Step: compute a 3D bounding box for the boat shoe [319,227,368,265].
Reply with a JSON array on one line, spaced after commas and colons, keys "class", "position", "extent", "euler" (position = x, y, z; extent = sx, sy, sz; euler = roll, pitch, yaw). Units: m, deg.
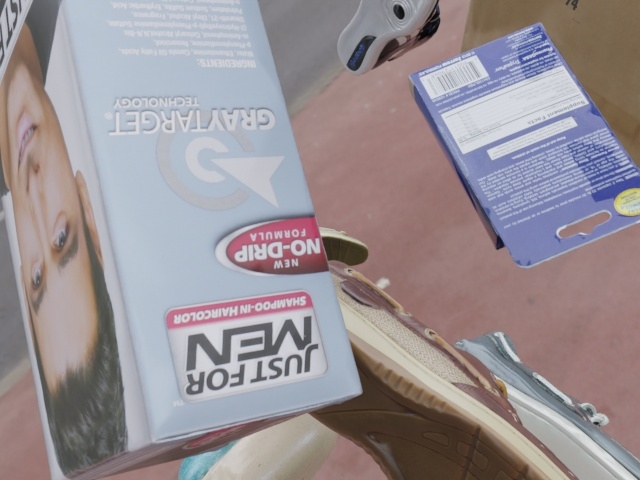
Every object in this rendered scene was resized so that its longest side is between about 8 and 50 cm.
[{"class": "boat shoe", "position": [-0.001, 0.001, 1.373], "extent": [0.153, 0.056, 0.048], "euler": [6, 36, 5]}]

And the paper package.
[{"class": "paper package", "position": [0.344, -0.268, 1.069], "extent": [0.168, 0.309, 0.325], "euler": [-23, 48, -29]}]

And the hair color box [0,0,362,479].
[{"class": "hair color box", "position": [-0.114, -0.064, 0.516], "extent": [0.114, 0.374, 0.185], "euler": [-7, -16, -32]}]

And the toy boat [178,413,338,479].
[{"class": "toy boat", "position": [-0.069, 0.218, 1.099], "extent": [0.148, 0.318, 0.267], "euler": [36, 37, 21]}]

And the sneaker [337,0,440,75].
[{"class": "sneaker", "position": [0.110, -0.284, 1.081], "extent": [0.121, 0.079, 0.217], "euler": [-30, -1, -27]}]

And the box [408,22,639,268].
[{"class": "box", "position": [0.184, -0.082, 0.789], "extent": [0.137, 0.036, 0.225], "euler": [-22, 60, -2]}]

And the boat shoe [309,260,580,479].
[{"class": "boat shoe", "position": [0.098, 0.130, 0.674], "extent": [0.342, 0.123, 0.123], "euler": [36, 38, 23]}]

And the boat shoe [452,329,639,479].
[{"class": "boat shoe", "position": [0.258, 0.191, 0.965], "extent": [0.099, 0.116, 0.319], "euler": [-28, 36, -23]}]
